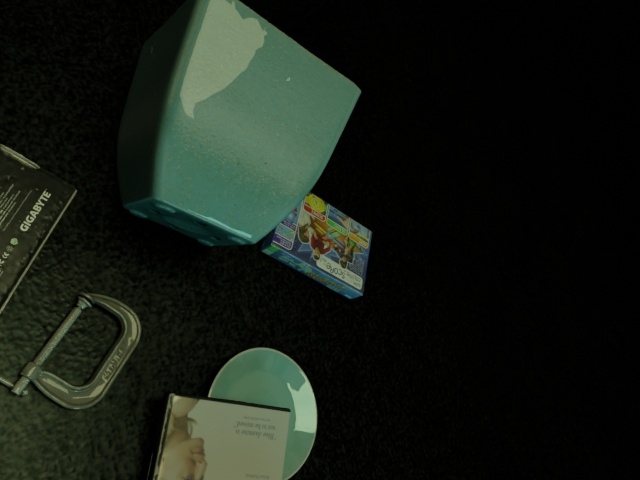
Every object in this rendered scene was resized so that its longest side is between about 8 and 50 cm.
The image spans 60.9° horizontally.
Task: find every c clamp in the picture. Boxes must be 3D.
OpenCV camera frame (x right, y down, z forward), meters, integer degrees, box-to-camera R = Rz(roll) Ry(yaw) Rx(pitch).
[{"bbox_3d":[-0.293,0.123,0.642,0.137,0.022,0.160,46,49,-17],"label":"c clamp"}]

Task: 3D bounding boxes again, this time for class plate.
[{"bbox_3d":[-0.084,0.248,0.774,0.188,0.024,0.188,18,61,-36],"label":"plate"}]

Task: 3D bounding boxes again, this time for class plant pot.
[{"bbox_3d":[-0.138,-0.130,0.743,0.248,0.247,0.252,26,73,-32],"label":"plant pot"}]

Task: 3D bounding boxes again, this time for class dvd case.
[{"bbox_3d":[-0.131,0.327,0.673,0.181,0.022,0.252,19,67,-32],"label":"dvd case"}]

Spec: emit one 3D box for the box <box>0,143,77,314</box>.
[{"bbox_3d":[-0.435,0.012,0.525,0.257,0.079,0.321,33,53,-25],"label":"box"}]

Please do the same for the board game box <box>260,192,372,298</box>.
[{"bbox_3d":[0.000,0.000,0.946,0.201,0.035,0.136,31,54,-28],"label":"board game box"}]
